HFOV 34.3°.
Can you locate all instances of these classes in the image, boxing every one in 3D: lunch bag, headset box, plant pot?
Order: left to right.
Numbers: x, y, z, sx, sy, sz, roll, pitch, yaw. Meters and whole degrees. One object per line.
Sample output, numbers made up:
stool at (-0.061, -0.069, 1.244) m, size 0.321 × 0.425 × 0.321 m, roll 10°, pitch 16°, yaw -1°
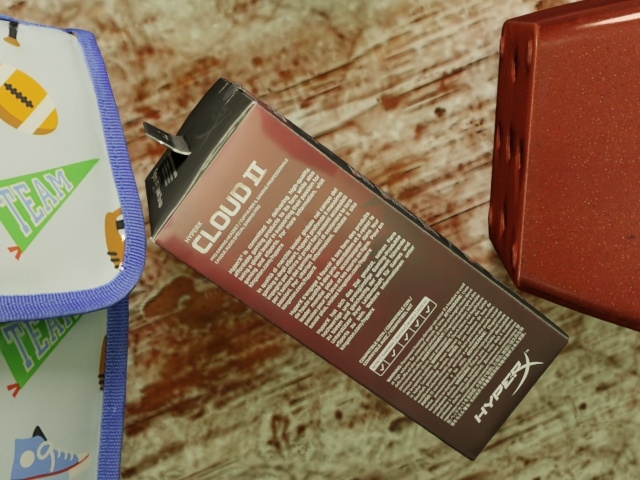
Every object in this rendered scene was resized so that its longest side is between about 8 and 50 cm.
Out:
lunch bag at (-0.287, 0.050, 0.596) m, size 0.328 × 0.239 × 0.385 m, roll 0°, pitch 100°, yaw -42°
headset box at (0.000, 0.000, 0.737) m, size 0.293 × 0.218 × 0.110 m, roll 36°, pitch 94°, yaw -17°
plant pot at (0.253, -0.067, 0.761) m, size 0.236 × 0.267 × 0.267 m, roll 3°, pitch 103°, yaw 3°
